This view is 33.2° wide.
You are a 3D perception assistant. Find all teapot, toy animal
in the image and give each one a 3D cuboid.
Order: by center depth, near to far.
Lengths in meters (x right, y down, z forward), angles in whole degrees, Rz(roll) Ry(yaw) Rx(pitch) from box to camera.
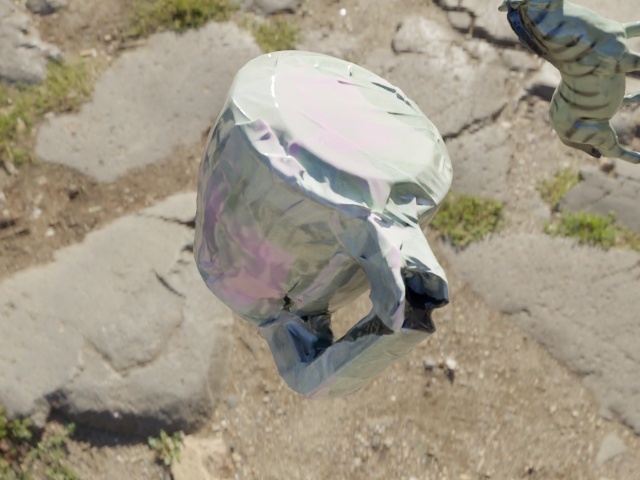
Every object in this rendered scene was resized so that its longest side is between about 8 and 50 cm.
[{"bbox_3d":[0.008,-0.006,0.757,0.221,0.178,0.163,45,43,15],"label":"teapot"},{"bbox_3d":[0.250,-0.158,1.004,0.176,0.217,0.073,-4,46,-2],"label":"toy animal"}]
